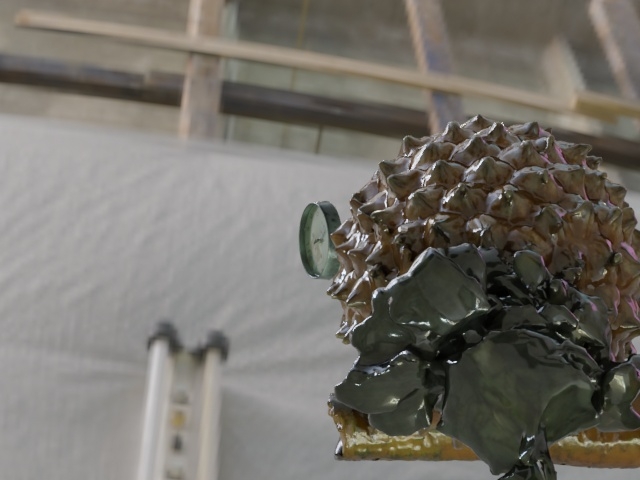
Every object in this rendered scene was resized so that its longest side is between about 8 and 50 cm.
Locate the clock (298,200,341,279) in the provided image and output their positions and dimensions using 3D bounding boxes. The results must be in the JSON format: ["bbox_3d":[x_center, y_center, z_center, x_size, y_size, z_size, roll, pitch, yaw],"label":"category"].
[{"bbox_3d":[0.000,0.000,1.690,0.017,0.085,0.085,-2,-148,-24],"label":"clock"}]

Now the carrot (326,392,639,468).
[{"bbox_3d":[0.134,0.140,1.213,0.260,0.070,0.070,0,-149,-2],"label":"carrot"}]

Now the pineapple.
[{"bbox_3d":[0.104,0.050,0.997,0.223,0.223,0.357,12,-163,2],"label":"pineapple"}]
